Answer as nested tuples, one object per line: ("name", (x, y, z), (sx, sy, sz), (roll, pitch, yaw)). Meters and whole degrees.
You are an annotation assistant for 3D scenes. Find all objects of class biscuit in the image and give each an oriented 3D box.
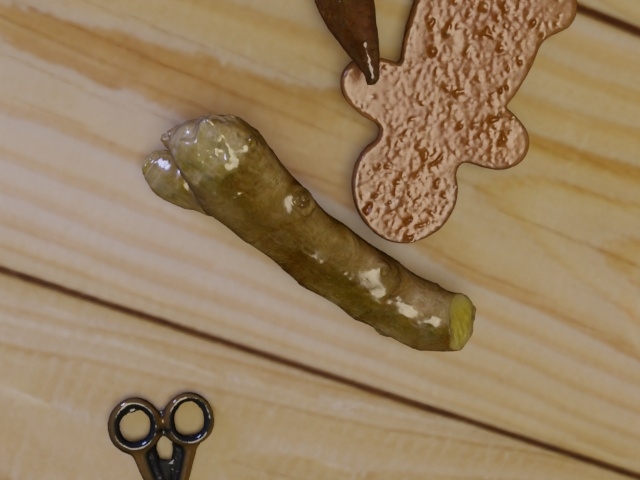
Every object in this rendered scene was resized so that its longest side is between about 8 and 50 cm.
("biscuit", (0.097, -0.117, 1.018), (0.166, 0.036, 0.250), (20, 94, -11))

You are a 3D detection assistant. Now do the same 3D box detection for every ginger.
("ginger", (-0.002, 0.003, 0.994), (0.299, 0.118, 0.065), (35, 60, -14))

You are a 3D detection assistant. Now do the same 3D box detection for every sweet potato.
("sweet potato", (0.004, -0.258, 0.961), (0.059, 0.067, 0.281), (-24, 105, -32))

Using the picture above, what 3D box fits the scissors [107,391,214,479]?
("scissors", (-0.128, 0.234, 1.066), (0.088, 0.017, 0.220), (-5, 102, -10))
